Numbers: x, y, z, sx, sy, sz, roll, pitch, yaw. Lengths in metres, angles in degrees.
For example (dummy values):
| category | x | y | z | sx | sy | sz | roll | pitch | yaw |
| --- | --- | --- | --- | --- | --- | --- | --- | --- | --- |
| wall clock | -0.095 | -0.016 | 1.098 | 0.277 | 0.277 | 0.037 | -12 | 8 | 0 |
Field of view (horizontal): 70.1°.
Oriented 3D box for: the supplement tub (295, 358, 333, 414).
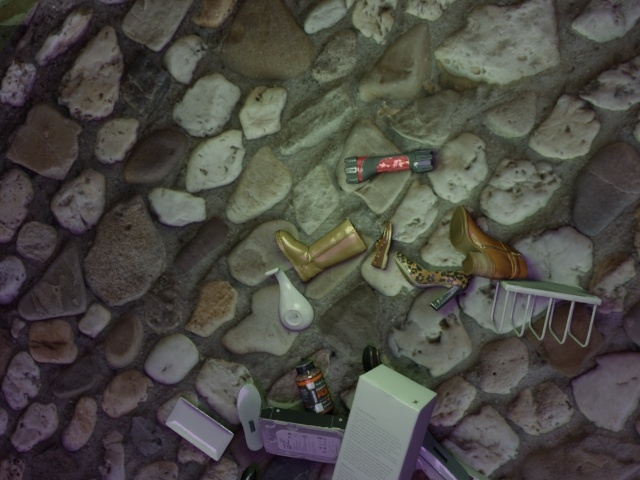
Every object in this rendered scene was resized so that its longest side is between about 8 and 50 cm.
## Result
| category | x | y | z | sx | sy | sz | roll | pitch | yaw |
| --- | --- | --- | --- | --- | --- | --- | --- | --- | --- |
| supplement tub | -0.030 | 0.555 | 1.727 | 0.106 | 0.106 | 0.197 | -21 | 91 | 12 |

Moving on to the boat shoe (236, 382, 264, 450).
| category | x | y | z | sx | sy | sz | roll | pitch | yaw |
| --- | --- | --- | --- | --- | --- | --- | --- | --- | --- |
| boat shoe | -0.270 | 0.682 | 1.795 | 0.096 | 0.088 | 0.267 | -14 | 98 | -12 |

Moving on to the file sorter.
| category | x | y | z | sx | sy | sz | roll | pitch | yaw |
| --- | --- | --- | --- | --- | --- | --- | --- | --- | --- |
| file sorter | 0.727 | 0.230 | 1.510 | 0.278 | 0.193 | 0.173 | 8 | 99 | 11 |

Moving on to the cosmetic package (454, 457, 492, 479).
| category | x | y | z | sx | sy | sz | roll | pitch | yaw |
| --- | --- | --- | --- | --- | --- | --- | --- | --- | --- |
| cosmetic package | 0.575 | 0.908 | 1.660 | 0.239 | 0.060 | 0.098 | 28 | 100 | 8 |

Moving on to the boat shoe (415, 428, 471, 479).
| category | x | y | z | sx | sy | sz | roll | pitch | yaw |
| --- | --- | --- | --- | --- | --- | --- | --- | --- | --- |
| boat shoe | 0.356 | 0.779 | 1.654 | 0.367 | 0.136 | 0.156 | 43 | 111 | 13 |

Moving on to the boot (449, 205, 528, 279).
| category | x | y | z | sx | sy | sz | roll | pitch | yaw |
| --- | --- | --- | --- | --- | --- | --- | --- | --- | --- |
| boot | 0.574 | 0.009 | 1.555 | 0.220 | 0.283 | 0.109 | 6 | 137 | -16 |

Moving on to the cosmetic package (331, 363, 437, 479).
| category | x | y | z | sx | sy | sz | roll | pitch | yaw |
| --- | --- | --- | --- | --- | --- | --- | --- | --- | --- |
| cosmetic package | 0.210 | 0.690 | 1.559 | 0.230 | 0.162 | 0.453 | 23 | 107 | 33 |

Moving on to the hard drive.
| category | x | y | z | sx | sy | sz | roll | pitch | yaw |
| --- | --- | --- | --- | --- | --- | --- | --- | --- | --- |
| hard drive | -0.052 | 0.736 | 1.714 | 0.339 | 0.064 | 0.236 | 5 | 126 | 11 |

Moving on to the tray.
| category | x | y | z | sx | sy | sz | roll | pitch | yaw |
| --- | --- | --- | --- | --- | --- | --- | --- | --- | --- |
| tray | -0.493 | 0.768 | 1.874 | 0.270 | 0.030 | 0.145 | 32 | 101 | 7 |

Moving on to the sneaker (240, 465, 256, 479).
| category | x | y | z | sx | sy | sz | roll | pitch | yaw |
| --- | --- | --- | --- | --- | --- | --- | --- | --- | --- |
| sneaker | -0.280 | 1.040 | 1.833 | 0.124 | 0.107 | 0.283 | 17 | 102 | -6 |

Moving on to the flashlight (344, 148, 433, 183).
| category | x | y | z | sx | sy | sz | roll | pitch | yaw |
| --- | --- | --- | --- | --- | --- | --- | --- | --- | --- |
| flashlight | 0.239 | -0.260 | 1.609 | 0.304 | 0.103 | 0.103 | -3 | 93 | 12 |

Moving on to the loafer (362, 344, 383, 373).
| category | x | y | z | sx | sy | sz | roll | pitch | yaw |
| --- | --- | --- | --- | --- | --- | --- | --- | --- | --- |
| loafer | 0.214 | 0.493 | 1.699 | 0.078 | 0.080 | 0.219 | -11 | 92 | -21 |

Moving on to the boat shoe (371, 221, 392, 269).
| category | x | y | z | sx | sy | sz | roll | pitch | yaw |
| --- | --- | --- | --- | --- | --- | --- | --- | --- | --- |
| boat shoe | 0.223 | 0.017 | 1.654 | 0.060 | 0.064 | 0.177 | 11 | 99 | 8 |

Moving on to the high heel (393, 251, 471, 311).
| category | x | y | z | sx | sy | sz | roll | pitch | yaw |
| --- | --- | --- | --- | --- | --- | --- | --- | --- | --- |
| high heel | 0.399 | 0.099 | 1.632 | 0.186 | 0.093 | 0.261 | -39 | 78 | -6 |

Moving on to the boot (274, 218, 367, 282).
| category | x | y | z | sx | sy | sz | roll | pitch | yaw |
| --- | --- | --- | --- | --- | --- | --- | --- | --- | --- |
| boot | 0.000 | 0.000 | 1.689 | 0.270 | 0.089 | 0.236 | -32 | 101 | 13 |

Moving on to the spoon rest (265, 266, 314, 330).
| category | x | y | z | sx | sy | sz | roll | pitch | yaw |
| --- | --- | --- | --- | --- | --- | --- | --- | --- | --- |
| spoon rest | -0.120 | 0.222 | 1.742 | 0.137 | 0.084 | 0.276 | -20 | 104 | 13 |
